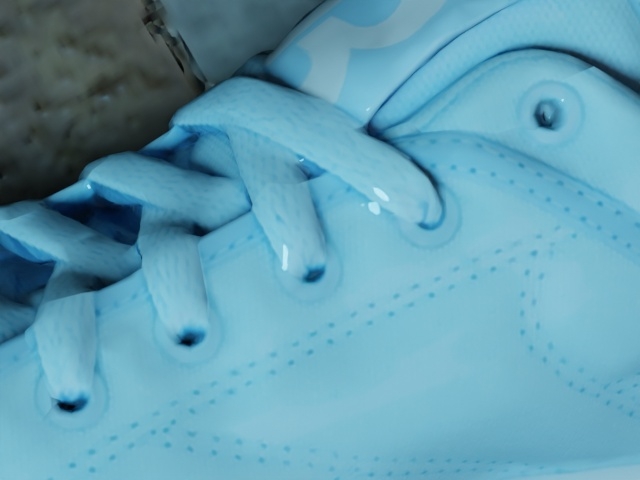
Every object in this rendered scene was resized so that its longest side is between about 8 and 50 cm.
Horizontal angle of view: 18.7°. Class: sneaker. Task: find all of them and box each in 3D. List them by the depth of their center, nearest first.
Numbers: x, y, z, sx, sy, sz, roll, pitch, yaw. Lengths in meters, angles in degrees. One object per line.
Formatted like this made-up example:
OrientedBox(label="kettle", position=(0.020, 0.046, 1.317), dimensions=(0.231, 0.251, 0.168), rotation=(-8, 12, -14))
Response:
OrientedBox(label="sneaker", position=(0.000, 0.000, 0.406), dimensions=(0.366, 0.135, 0.150), rotation=(-7, 111, -27))
